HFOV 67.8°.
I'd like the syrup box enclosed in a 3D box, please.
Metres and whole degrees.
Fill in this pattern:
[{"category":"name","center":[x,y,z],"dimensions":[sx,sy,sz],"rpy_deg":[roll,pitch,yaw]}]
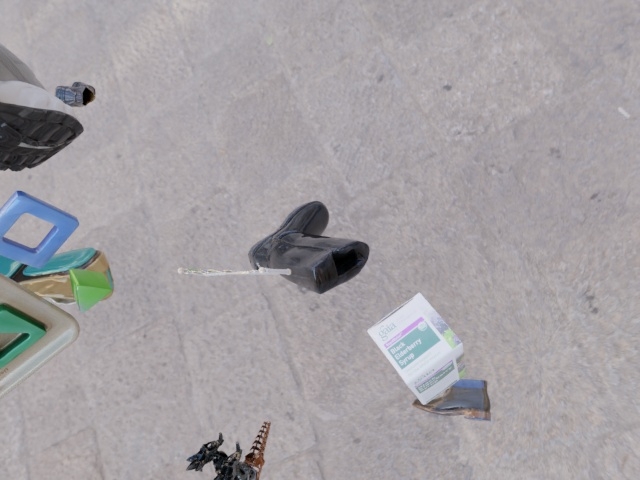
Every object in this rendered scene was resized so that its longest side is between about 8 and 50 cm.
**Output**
[{"category":"syrup box","center":[0.157,0.177,0.737],"dimensions":[0.093,0.237,0.096],"rpy_deg":[-37,61,-2]}]

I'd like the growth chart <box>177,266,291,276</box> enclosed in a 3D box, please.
[{"category":"growth chart","center":[-0.204,0.078,1.175],"dimensions":[0.237,0.172,0.021],"rpy_deg":[-1,85,14]}]

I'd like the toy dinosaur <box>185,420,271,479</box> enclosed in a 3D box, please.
[{"category":"toy dinosaur","center":[-0.242,0.648,1.302],"dimensions":[0.164,0.218,0.322],"rpy_deg":[-13,37,22]}]

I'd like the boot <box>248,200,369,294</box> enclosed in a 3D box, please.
[{"category":"boot","center":[-0.001,0.002,1.551],"dimensions":[0.367,0.146,0.445],"rpy_deg":[-43,22,-22]}]

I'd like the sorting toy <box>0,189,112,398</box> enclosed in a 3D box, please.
[{"category":"sorting toy","center":[-0.356,0.106,0.436],"dimensions":[0.347,0.196,0.047],"rpy_deg":[-39,51,-10]}]

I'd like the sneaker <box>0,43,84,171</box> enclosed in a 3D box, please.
[{"category":"sneaker","center":[-0.295,-0.128,0.356],"dimensions":[0.100,0.271,0.108],"rpy_deg":[-39,89,-3]}]

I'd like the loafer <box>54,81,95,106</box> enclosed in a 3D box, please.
[{"category":"loafer","center":[-0.586,-0.354,1.173],"dimensions":[0.061,0.170,0.062],"rpy_deg":[7,115,-5]}]

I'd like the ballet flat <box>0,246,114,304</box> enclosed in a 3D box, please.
[{"category":"ballet flat","center":[-0.376,0.057,0.620],"dimensions":[0.232,0.073,0.080],"rpy_deg":[-2,35,17]}]

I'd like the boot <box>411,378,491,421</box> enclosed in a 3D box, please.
[{"category":"boot","center":[0.366,0.436,1.330],"dimensions":[0.219,0.082,0.106],"rpy_deg":[-2,66,30]}]
